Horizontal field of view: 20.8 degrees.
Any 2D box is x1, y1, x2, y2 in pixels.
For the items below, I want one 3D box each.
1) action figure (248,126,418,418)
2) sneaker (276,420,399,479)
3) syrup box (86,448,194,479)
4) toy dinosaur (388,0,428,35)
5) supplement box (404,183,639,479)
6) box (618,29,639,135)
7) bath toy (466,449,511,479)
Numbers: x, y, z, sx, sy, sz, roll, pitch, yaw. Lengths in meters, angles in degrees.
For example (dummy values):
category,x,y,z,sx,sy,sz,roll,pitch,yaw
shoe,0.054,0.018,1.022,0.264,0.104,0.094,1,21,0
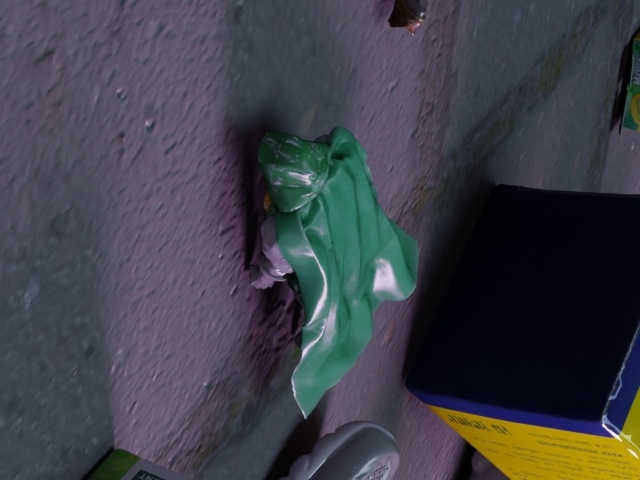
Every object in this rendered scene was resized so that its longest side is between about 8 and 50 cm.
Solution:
category,x,y,z,sx,sy,sz,roll,pitch,yaw
action figure,0.000,0.000,0.991,0.137,0.063,0.232,-61,161,-20
sneaker,-0.003,0.253,1.129,0.281,0.115,0.105,-64,159,-17
syrup box,-0.121,0.215,0.828,0.237,0.093,0.096,-46,149,-48
toy dinosaur,0.101,-0.204,1.099,0.211,0.064,0.112,-39,162,-40
supplement box,0.268,0.131,1.407,0.356,0.194,0.195,43,65,-39
box,0.343,-0.182,1.734,0.179,0.043,0.105,-47,149,-44
bath toy,0.184,0.308,1.606,0.129,0.151,0.348,17,94,-65
